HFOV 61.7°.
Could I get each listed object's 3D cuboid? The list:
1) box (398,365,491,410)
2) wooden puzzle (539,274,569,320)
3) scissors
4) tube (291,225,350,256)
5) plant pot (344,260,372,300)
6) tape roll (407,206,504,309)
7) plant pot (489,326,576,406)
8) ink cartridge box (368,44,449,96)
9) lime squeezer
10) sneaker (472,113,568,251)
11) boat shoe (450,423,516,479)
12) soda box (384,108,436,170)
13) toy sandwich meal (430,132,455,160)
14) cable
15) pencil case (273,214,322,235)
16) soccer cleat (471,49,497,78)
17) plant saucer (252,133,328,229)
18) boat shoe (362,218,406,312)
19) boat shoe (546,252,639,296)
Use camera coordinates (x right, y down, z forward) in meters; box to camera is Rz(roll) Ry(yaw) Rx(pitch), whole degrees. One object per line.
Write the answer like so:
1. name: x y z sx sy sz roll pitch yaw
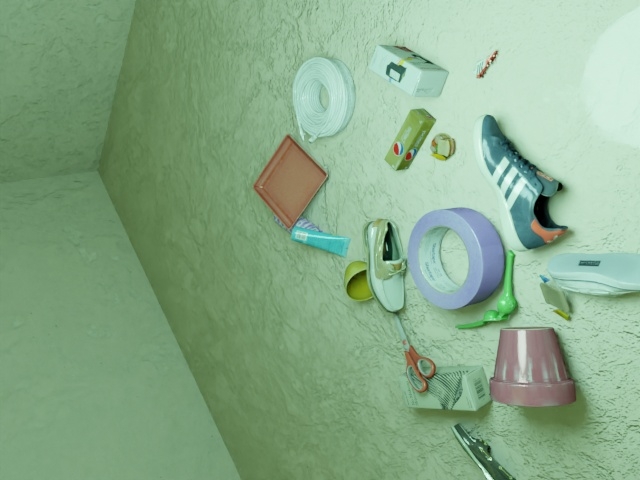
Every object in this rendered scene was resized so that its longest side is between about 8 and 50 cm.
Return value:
1. box: 0.374 0.450 1.637 0.275 0.094 0.113 -21 85 51
2. wooden puzzle: 0.580 0.139 1.323 0.078 0.014 0.116 35 155 59
3. scissors: 0.270 0.345 1.699 0.109 0.021 0.297 -61 37 23
4. tube: 0.000 0.000 1.906 0.206 0.052 0.080 16 125 6
5. plant pot: 0.134 0.122 1.806 0.095 0.134 0.134 -116 33 -52
6. tape roll: 0.367 0.048 1.484 0.274 0.090 0.275 16 109 53
7. plant pot: 0.527 0.310 1.347 0.201 0.201 0.181 -10 79 51
8. ink cartridge box: 0.241 -0.464 1.461 0.175 0.127 0.072 43 129 32
9. lime squeezer: 0.468 0.179 1.465 0.110 0.058 0.311 47 135 29
10. sneaker: 0.487 -0.154 1.286 0.148 0.131 0.350 -21 92 44
11. boat shoe: 0.482 0.639 1.597 0.228 0.068 0.081 52 176 31
12. soda box: 0.258 -0.291 1.551 0.058 0.061 0.181 51 136 27
13. toy sandwich meal: 0.337 -0.260 1.493 0.085 0.029 0.086 20 117 45
14. cable: 0.010 -0.472 1.769 0.257 0.089 0.257 -16 89 50
15. pencil case: -0.091 -0.062 2.028 0.206 0.088 0.087 39 126 37
16. soccer cleat: 0.411 -0.446 1.343 0.036 0.029 0.083 51 141 20
17. plant saucer: -0.106 -0.215 1.972 0.259 0.047 0.259 48 113 28
18. boat shoe: 0.212 0.081 1.693 0.103 0.113 0.303 -16 89 57
19. boat shoe: 0.646 0.083 1.206 0.258 0.095 0.084 10 141 55
